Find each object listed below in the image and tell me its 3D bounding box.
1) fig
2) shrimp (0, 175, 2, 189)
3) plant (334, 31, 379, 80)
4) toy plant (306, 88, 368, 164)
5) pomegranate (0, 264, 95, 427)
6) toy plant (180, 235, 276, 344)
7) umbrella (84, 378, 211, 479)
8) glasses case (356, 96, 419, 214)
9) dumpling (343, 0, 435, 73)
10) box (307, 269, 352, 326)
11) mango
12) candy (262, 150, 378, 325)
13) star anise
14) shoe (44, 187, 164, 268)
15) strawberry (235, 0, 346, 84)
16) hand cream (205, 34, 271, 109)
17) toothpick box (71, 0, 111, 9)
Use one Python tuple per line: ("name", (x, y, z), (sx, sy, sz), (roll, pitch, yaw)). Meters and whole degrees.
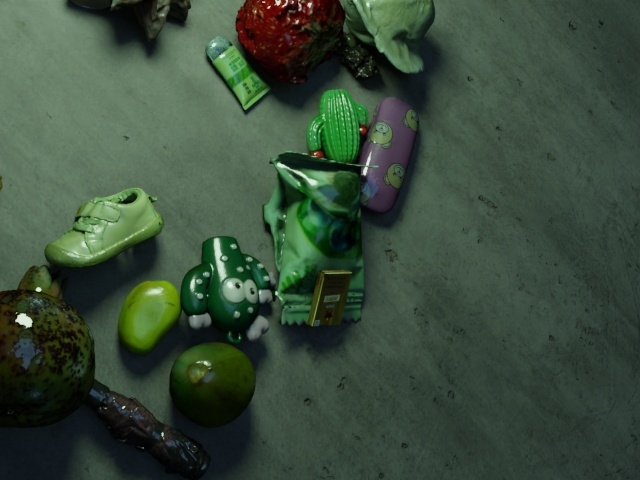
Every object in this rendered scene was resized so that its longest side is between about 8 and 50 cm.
("fig", (-0.232, 0.298, 1.726), (0.181, 0.191, 0.181), (-3, 72, 9))
("shrimp", (-0.715, -0.092, 1.633), (0.132, 0.051, 0.187), (34, 70, -16))
("plant", (0.079, -0.479, 2.082), (0.174, 0.085, 0.087), (41, 67, -5))
("toy plant", (0.037, -0.254, 2.010), (0.154, 0.088, 0.240), (22, 78, -24))
("pomegranate", (-0.564, 0.183, 1.560), (0.285, 0.285, 0.341), (17, 41, -22))
("toy plant", (-0.200, 0.114, 1.804), (0.232, 0.112, 0.243), (30, 52, -29))
("umbrella", (-0.368, 0.391, 1.685), (0.326, 0.090, 0.094), (37, 70, -15))
("glasses case", (0.166, -0.217, 2.069), (0.123, 0.076, 0.316), (25, 70, -19))
("dumpling", (0.176, -0.570, 2.030), (0.320, 0.270, 0.212), (14, 117, -24))
("box", (0.022, 0.132, 1.880), (0.090, 0.023, 0.133), (0, 109, -40))
("mango", (-0.366, 0.156, 1.731), (0.117, 0.089, 0.163), (44, 65, -11))
("candy", (0.004, 0.001, 1.904), (0.262, 0.172, 0.398), (-1, 89, -31))
("star anise", (-0.383, -0.610, 1.806), (0.331, 0.117, 0.332), (12, 75, -54))
("shoe", (-0.457, -0.026, 1.706), (0.262, 0.140, 0.128), (-22, 100, -33))
("strawberry", (-0.080, -0.518, 1.943), (0.220, 0.274, 0.274), (30, 62, 23))
("hand cream", (-0.202, -0.407, 1.947), (0.175, 0.046, 0.095), (50, 61, -11))
("toothpick box", (-0.503, -0.603, 1.810), (0.098, 0.098, 0.149), (10, 76, -24))
